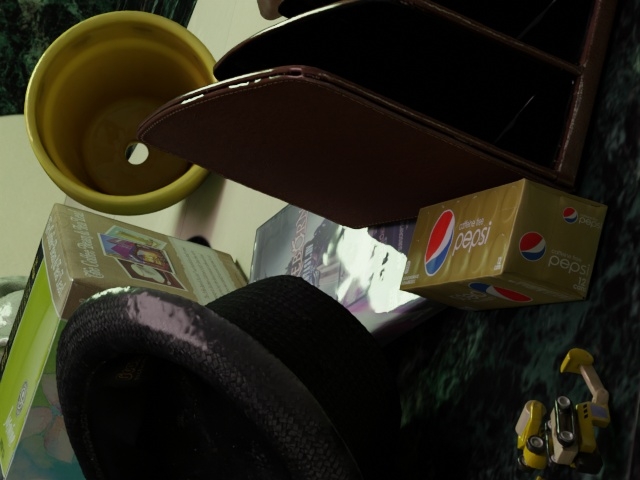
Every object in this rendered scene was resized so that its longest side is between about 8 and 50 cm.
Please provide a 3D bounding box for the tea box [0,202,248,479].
[{"bbox_3d":[-0.217,0.169,1.751,0.329,0.220,0.323,-127,55,-71],"label":"tea box"}]

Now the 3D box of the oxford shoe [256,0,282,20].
[{"bbox_3d":[-0.046,-0.389,2.000,0.098,0.097,0.271,126,155,-61],"label":"oxford shoe"}]

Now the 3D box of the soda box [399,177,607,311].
[{"bbox_3d":[0.112,0.006,1.070,0.181,0.058,0.061,165,121,-72],"label":"soda box"}]

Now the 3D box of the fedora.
[{"bbox_3d":[-0.039,0.139,1.211,0.152,0.334,0.334,-41,-5,-34],"label":"fedora"}]

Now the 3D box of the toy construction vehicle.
[{"bbox_3d":[0.134,0.120,0.929,0.098,0.035,0.086,-87,9,-49],"label":"toy construction vehicle"}]

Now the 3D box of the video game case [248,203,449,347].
[{"bbox_3d":[0.019,0.018,1.345,0.274,0.026,0.196,-35,39,45],"label":"video game case"}]

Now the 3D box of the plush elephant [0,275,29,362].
[{"bbox_3d":[-0.321,0.168,2.048,0.272,0.255,0.330,-141,69,-74],"label":"plush elephant"}]

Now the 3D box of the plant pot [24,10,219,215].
[{"bbox_3d":[-0.246,-0.143,2.200,0.239,0.254,0.254,100,-176,-78],"label":"plant pot"}]

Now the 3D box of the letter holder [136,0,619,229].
[{"bbox_3d":[0.022,-0.121,1.154,0.302,0.214,0.152,-10,63,64],"label":"letter holder"}]
